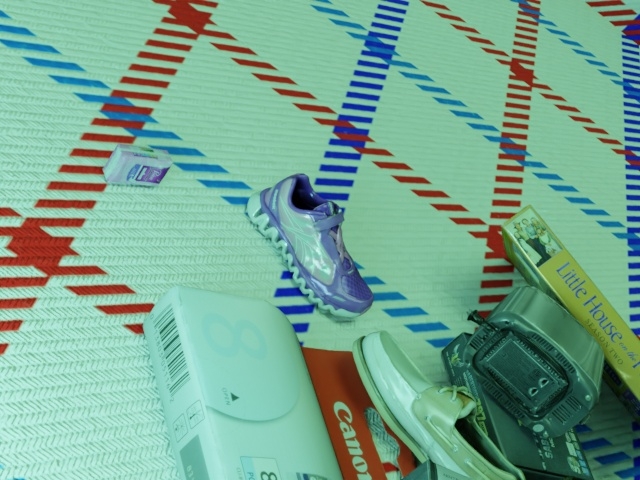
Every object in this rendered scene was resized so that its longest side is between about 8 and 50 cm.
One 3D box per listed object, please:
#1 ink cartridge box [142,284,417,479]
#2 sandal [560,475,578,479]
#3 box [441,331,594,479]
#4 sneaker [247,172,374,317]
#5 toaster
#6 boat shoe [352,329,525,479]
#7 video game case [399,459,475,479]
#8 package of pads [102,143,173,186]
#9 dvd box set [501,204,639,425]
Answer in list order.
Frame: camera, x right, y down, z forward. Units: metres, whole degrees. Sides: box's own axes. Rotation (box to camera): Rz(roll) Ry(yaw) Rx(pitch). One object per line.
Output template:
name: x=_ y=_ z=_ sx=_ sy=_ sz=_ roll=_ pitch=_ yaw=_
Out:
ink cartridge box: x=-0.008 y=0.224 z=1.504 sx=0.385 sy=0.091 sz=0.308 roll=11 pitch=46 yaw=-38
sandal: x=0.292 y=0.376 z=1.564 sx=0.303 sy=0.086 sz=0.120 roll=9 pitch=55 yaw=-66
box: x=0.287 y=0.256 z=1.801 sx=0.183 sy=0.059 sz=0.232 roll=17 pitch=41 yaw=-32
sneaker: x=0.000 y=0.000 z=1.744 sx=0.236 sy=0.104 sz=0.095 roll=52 pitch=33 yaw=10
toaster: x=0.302 y=0.161 z=1.758 sx=0.227 sy=0.129 sz=0.146 roll=42 pitch=29 yaw=4
boat shoe: x=0.161 y=0.236 z=1.630 sx=0.302 sy=0.103 sz=0.113 roll=55 pitch=23 yaw=9
video game case: x=0.129 y=0.353 z=1.338 sx=0.248 sy=0.275 sz=0.035 roll=26 pitch=40 yaw=-24
package of pads: x=-0.244 y=-0.100 z=1.645 sx=0.083 sy=0.050 sz=0.032 roll=5 pitch=44 yaw=-43
dvd box set: x=0.439 y=0.148 z=1.946 sx=0.420 sy=0.062 sz=0.307 roll=54 pitch=2 yaw=15
